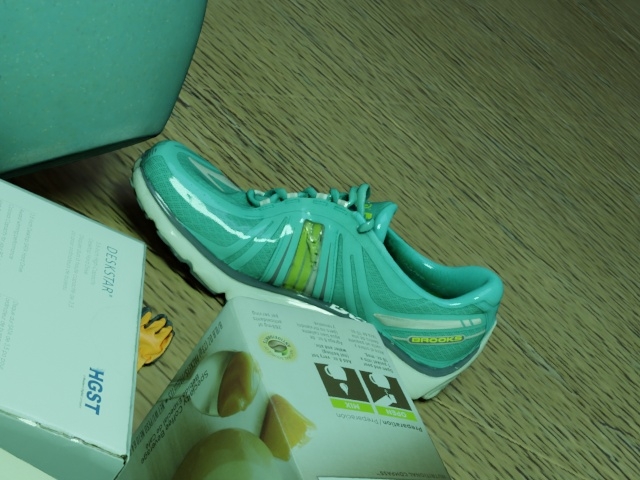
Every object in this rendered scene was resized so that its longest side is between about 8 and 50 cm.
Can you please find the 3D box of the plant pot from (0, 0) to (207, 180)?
[{"bbox_3d":[-0.188,-0.141,0.854,0.290,0.290,0.195,-22,98,-59],"label":"plant pot"}]

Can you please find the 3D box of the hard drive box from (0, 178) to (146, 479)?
[{"bbox_3d":[-0.211,0.036,0.694,0.232,0.089,0.181,25,29,-18],"label":"hard drive box"}]

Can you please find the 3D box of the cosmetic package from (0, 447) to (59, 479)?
[{"bbox_3d":[-0.190,0.143,0.523,0.309,0.113,0.160,32,27,-9],"label":"cosmetic package"}]

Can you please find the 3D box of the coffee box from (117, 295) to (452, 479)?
[{"bbox_3d":[-0.003,0.165,0.665,0.098,0.141,0.246,14,33,-35],"label":"coffee box"}]

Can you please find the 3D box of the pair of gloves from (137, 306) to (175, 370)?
[{"bbox_3d":[-0.130,0.045,0.857,0.083,0.010,0.074,36,27,2],"label":"pair of gloves"}]

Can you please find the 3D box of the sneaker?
[{"bbox_3d":[0.000,0.000,0.967,0.275,0.110,0.107,29,28,-11],"label":"sneaker"}]
